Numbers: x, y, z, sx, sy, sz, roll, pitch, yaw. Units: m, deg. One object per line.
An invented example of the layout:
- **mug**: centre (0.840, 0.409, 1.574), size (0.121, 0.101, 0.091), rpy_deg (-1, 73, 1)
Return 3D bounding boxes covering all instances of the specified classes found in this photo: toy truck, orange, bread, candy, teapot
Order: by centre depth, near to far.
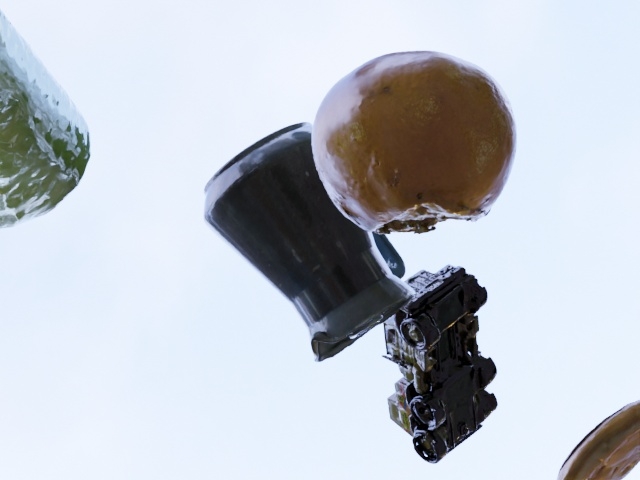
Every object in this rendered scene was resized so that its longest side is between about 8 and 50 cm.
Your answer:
- **candy**: centre (-0.262, -0.105, 0.773), size (0.142, 0.343, 0.132), rpy_deg (30, -101, 16)
- **bread**: centre (0.212, 0.150, 0.844), size (0.110, 0.024, 0.110), rpy_deg (-27, -35, -21)
- **orange**: centre (0.070, -0.066, 0.878), size (0.155, 0.155, 0.134), rpy_deg (17, -125, -25)
- **teapot**: centre (0.000, 0.000, 1.282), size (0.203, 0.171, 0.225), rpy_deg (-22, -104, -53)
- **toy truck**: centre (0.143, 0.151, 1.524), size (0.127, 0.127, 0.257), rpy_deg (-32, -48, -31)
